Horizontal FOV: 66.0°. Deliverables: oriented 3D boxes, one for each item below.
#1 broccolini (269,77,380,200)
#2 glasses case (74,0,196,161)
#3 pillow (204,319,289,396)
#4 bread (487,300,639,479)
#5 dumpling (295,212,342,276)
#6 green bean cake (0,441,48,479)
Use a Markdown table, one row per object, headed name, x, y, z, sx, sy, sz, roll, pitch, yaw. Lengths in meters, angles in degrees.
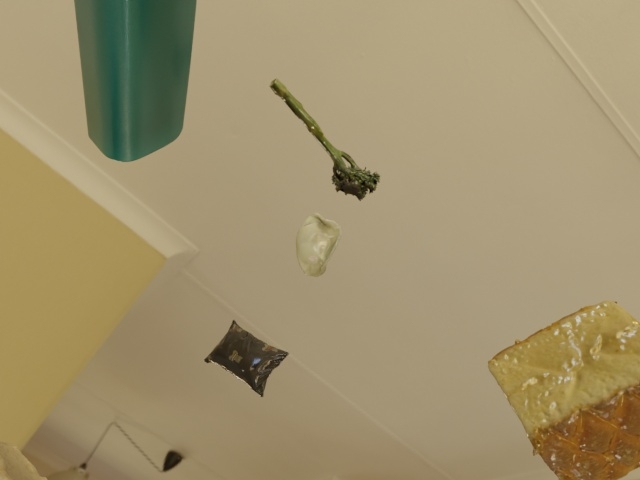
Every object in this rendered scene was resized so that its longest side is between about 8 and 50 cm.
| name | x | y | z | sx | sy | sz | roll | pitch | yaw |
| --- | --- | --- | --- | --- | --- | --- | --- | --- | --- |
| broccolini | 0.006 | -0.164 | 0.807 | 0.071 | 0.057 | 0.254 | -43 | -63 | -4 |
| glasses case | -0.186 | -0.217 | 0.517 | 0.070 | 0.117 | 0.301 | 45 | -36 | 17 |
| pillow | -0.137 | 0.212 | 0.900 | 0.150 | 0.090 | 0.048 | 22 | -41 | 34 |
| bread | 0.510 | 0.294 | 0.932 | 0.279 | 0.207 | 0.279 | -35 | -59 | 12 |
| dumpling | -0.001 | -0.002 | 1.310 | 0.134 | 0.169 | 0.100 | -25 | -56 | 38 |
| green bean cake | -0.375 | 0.311 | 0.507 | 0.109 | 0.179 | 0.085 | 53 | -19 | -13 |
